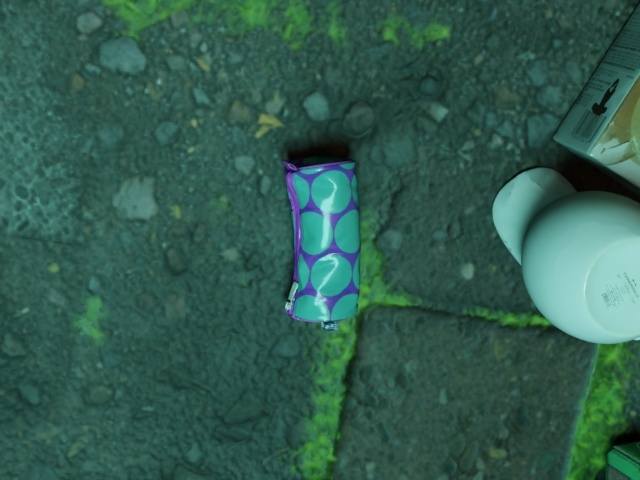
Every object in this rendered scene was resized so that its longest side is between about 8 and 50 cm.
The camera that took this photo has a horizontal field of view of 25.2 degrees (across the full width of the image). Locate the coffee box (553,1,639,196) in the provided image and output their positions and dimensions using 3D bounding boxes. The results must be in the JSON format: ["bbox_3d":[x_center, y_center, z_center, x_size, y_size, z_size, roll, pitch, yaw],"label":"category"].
[{"bbox_3d":[0.344,-0.153,1.289,0.141,0.098,0.246,32,95,-16],"label":"coffee box"}]

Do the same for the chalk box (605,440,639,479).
[{"bbox_3d":[0.379,0.288,1.330,0.289,0.179,0.180,-8,104,-19],"label":"chalk box"}]

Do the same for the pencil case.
[{"bbox_3d":[0.000,0.000,1.276,0.070,0.064,0.152,-7,104,-26],"label":"pencil case"}]

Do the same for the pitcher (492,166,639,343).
[{"bbox_3d":[0.244,0.034,1.257,0.125,0.207,0.178,-35,107,-1],"label":"pitcher"}]
